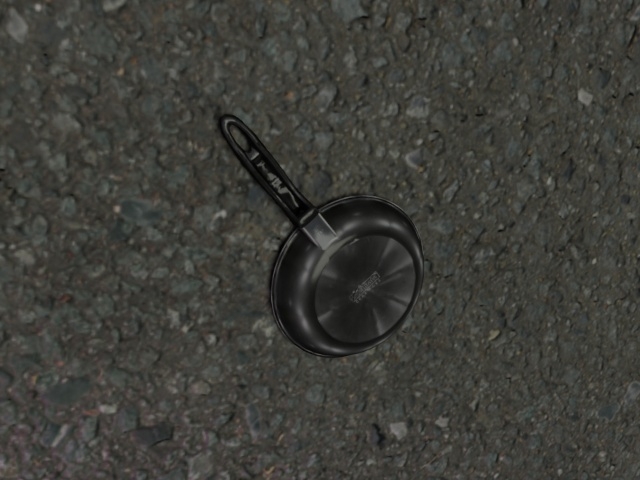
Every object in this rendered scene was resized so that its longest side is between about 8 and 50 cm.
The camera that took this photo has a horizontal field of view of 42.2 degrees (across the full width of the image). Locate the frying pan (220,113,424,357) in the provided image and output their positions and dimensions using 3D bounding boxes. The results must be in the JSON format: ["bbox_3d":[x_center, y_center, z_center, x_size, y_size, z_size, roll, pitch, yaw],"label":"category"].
[{"bbox_3d":[0.026,-0.009,0.901,0.197,0.053,0.326,-23,119,-19],"label":"frying pan"}]
